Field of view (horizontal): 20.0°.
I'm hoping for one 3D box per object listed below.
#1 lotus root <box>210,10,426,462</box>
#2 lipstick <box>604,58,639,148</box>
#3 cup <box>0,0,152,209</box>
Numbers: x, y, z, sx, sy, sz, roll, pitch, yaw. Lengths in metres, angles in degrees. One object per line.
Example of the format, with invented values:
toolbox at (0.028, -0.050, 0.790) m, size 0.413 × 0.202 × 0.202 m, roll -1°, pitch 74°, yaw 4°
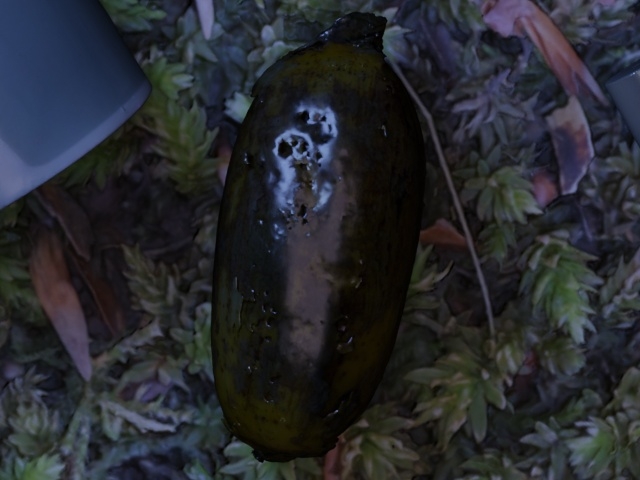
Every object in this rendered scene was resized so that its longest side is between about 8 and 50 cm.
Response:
lotus root at (0.000, 0.000, 1.569) m, size 0.179 × 0.196 × 0.397 m, roll 7°, pitch 92°, yaw -9°
lipstick at (0.349, -0.049, 1.642) m, size 0.070 × 0.070 × 0.254 m, roll -31°, pitch 96°, yaw 0°
cup at (-0.354, -0.158, 1.509) m, size 0.356 × 0.259 × 0.274 m, roll -19°, pitch 109°, yaw 34°
